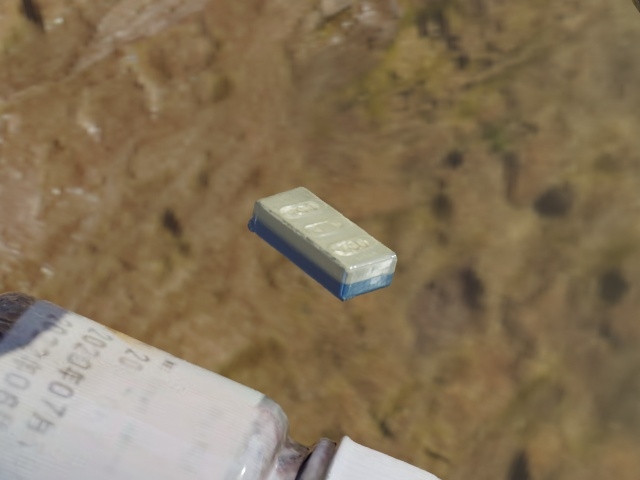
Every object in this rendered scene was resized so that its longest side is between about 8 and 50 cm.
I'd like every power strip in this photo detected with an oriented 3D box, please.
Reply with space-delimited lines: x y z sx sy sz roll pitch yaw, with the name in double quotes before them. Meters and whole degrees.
"power strip" 0.000 0.000 1.434 0.056 0.123 0.032 -15 129 -40

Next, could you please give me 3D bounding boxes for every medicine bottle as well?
"medicine bottle" -0.083 0.148 0.993 0.273 0.165 0.165 22 85 2

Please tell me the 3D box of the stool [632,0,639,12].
"stool" 0.284 -0.146 0.532 0.310 0.310 0.226 -33 69 -24
